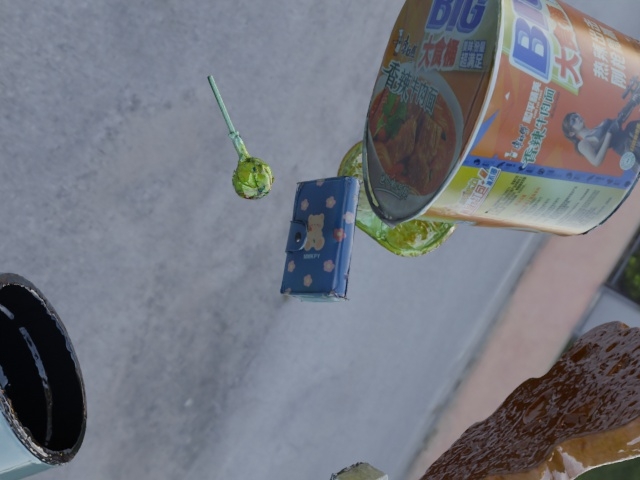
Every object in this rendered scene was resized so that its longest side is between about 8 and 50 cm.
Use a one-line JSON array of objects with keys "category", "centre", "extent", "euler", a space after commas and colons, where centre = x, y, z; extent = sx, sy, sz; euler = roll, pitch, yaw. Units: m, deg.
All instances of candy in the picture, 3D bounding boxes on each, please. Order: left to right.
[{"category": "candy", "centre": [-0.124, -0.149, 1.244], "extent": [0.062, 0.194, 0.058], "euler": [-23, 178, -36]}]

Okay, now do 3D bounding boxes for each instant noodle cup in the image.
[{"category": "instant noodle cup", "centre": [0.199, -0.137, 0.906], "extent": [0.213, 0.296, 0.297], "euler": [12, 115, -18]}]

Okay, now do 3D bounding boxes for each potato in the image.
[{"category": "potato", "centre": [0.057, 0.376, 1.198], "extent": [0.086, 0.061, 0.122], "euler": [-15, 108, -39]}]

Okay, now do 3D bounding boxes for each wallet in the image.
[{"category": "wallet", "centre": [-0.001, 0.000, 1.413], "extent": [0.059, 0.141, 0.202], "euler": [14, 79, -39]}]

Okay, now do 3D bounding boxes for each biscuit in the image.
[{"category": "biscuit", "centre": [0.209, 0.173, 0.790], "extent": [0.306, 0.043, 0.284], "euler": [-37, -179, 16]}]

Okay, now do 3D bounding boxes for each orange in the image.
[{"category": "orange", "centre": [0.138, -0.081, 1.561], "extent": [0.179, 0.237, 0.158], "euler": [-56, 180, 5]}]

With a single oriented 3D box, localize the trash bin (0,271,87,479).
[{"category": "trash bin", "centre": [-0.421, 0.179, 0.934], "extent": [0.262, 0.217, 0.277], "euler": [-20, 142, 5]}]
